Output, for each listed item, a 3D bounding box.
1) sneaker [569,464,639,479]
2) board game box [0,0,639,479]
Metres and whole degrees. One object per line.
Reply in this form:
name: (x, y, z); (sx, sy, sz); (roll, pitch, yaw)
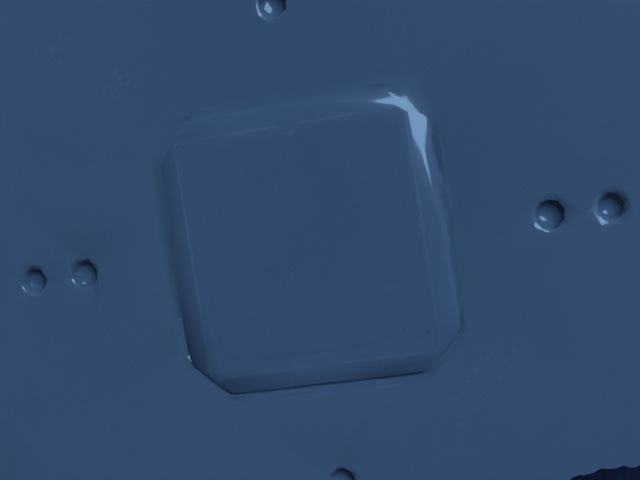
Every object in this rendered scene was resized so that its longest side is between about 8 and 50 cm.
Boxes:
sneaker: (0.192, 0.182, 0.405); (0.319, 0.112, 0.131); (28, 56, 7)
board game box: (0.000, 0.000, 0.586); (0.390, 0.050, 0.390); (38, 103, 8)
